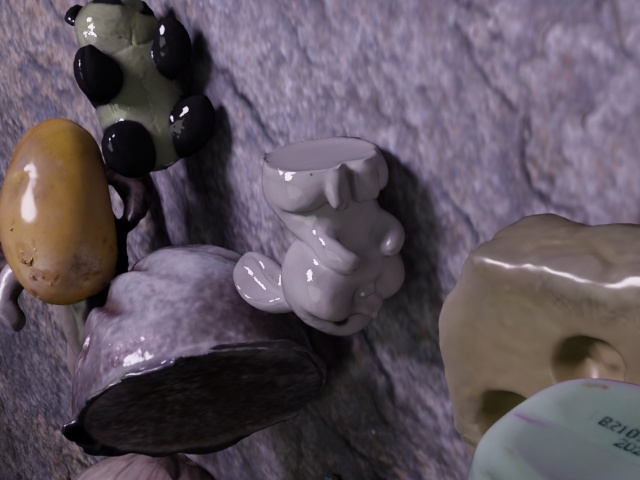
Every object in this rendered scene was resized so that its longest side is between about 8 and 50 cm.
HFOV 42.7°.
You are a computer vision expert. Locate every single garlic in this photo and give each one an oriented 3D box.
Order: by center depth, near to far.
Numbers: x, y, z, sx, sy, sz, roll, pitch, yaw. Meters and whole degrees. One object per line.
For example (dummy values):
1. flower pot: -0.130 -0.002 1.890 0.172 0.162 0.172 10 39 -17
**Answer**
1. garlic: -0.289 0.469 1.343 0.317 0.259 0.317 22 154 11

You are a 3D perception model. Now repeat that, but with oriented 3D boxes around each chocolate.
1. chocolate: -0.159 0.111 0.985 0.303 0.303 0.213 120 141 -47

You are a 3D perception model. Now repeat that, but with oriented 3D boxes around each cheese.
1. cheese: 0.231 0.122 0.619 0.326 0.115 0.318 55 143 13

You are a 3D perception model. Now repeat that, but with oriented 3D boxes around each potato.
1. potato: -0.314 -0.038 0.982 0.150 0.146 0.234 -26 70 32

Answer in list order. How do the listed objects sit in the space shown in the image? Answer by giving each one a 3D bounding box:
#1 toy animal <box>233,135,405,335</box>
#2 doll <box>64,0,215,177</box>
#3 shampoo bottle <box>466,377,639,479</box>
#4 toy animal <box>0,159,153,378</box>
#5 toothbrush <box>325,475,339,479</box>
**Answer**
1. toy animal: -0.002 -0.008 0.830 0.178 0.127 0.193 29 131 42
2. doll: -0.227 -0.190 1.002 0.135 0.143 0.234 20 130 63
3. shampoo bottle: 0.200 0.274 0.525 0.221 0.151 0.350 16 125 46
4. toy animal: -0.288 0.075 1.170 0.344 0.303 0.194 51 154 -21
5. toothbrush: 0.049 0.435 1.095 0.027 0.021 0.269 5 113 64
